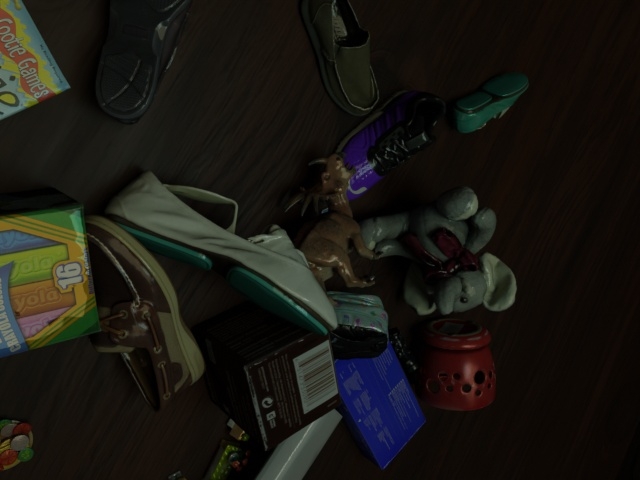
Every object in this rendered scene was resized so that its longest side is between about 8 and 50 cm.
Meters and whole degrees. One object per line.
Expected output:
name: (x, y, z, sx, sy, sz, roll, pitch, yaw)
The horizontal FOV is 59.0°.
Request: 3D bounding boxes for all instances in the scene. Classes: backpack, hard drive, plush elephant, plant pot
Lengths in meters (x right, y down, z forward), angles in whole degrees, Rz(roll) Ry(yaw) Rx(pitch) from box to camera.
backpack: (0.045, 0.168, 1.110, 0.181, 0.115, 0.152, 4, 145, -5)
hard drive: (-0.084, 0.471, 1.104, 0.353, 0.047, 0.233, -54, 160, -14)
plush elephant: (0.262, 0.047, 1.194, 0.330, 0.271, 0.256, -5, 79, -60)
plant pot: (0.322, 0.287, 1.350, 0.191, 0.191, 0.174, -8, 103, -36)

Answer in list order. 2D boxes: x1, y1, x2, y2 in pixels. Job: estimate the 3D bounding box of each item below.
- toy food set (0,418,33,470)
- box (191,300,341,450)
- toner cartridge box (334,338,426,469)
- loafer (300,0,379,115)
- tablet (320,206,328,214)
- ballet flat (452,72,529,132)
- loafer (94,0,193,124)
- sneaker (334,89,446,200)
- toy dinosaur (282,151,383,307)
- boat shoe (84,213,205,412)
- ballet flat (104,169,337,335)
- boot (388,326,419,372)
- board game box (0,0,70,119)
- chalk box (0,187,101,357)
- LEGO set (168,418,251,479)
toy food set: (-0.474, 0.307, 0.848, 0.082, 0.020, 0.084, -22, 113, -32)
box: (-0.096, 0.222, 1.002, 0.166, 0.203, 0.169, -24, 114, -31)
toner cartridge box: (0.113, 0.340, 1.274, 0.165, 0.075, 0.348, -40, 123, -24)
loafer: (0.047, -0.342, 1.045, 0.094, 0.087, 0.251, -44, 124, -21)
tablet: (0.029, -0.031, 1.161, 0.054, 0.006, 0.084, -25, 116, -31)
ballet flat: (0.395, -0.319, 1.337, 0.247, 0.083, 0.087, -31, 143, -28)
loafer: (-0.254, -0.317, 0.835, 0.108, 0.095, 0.303, 18, 85, -9)
sneaker: (0.143, -0.195, 1.119, 0.293, 0.146, 0.102, -51, 126, -17)
toy dinosaur: (0.000, 0.000, 1.022, 0.200, 0.127, 0.296, 43, 46, -22)
boat shoe: (-0.292, 0.124, 0.865, 0.123, 0.123, 0.342, -49, 135, -41)
ballet flat: (-0.132, 0.008, 0.884, 0.399, 0.139, 0.139, 27, 83, -5)
boot: (0.182, 0.249, 1.310, 0.045, 0.121, 0.099, -31, 89, -4)
board game box: (-0.467, -0.184, 0.654, 0.275, 0.142, 0.145, -36, 121, -25)
chalk box: (-0.452, 0.047, 0.702, 0.288, 0.180, 0.179, -13, 108, -34)
LEGO set: (-0.205, 0.453, 1.037, 0.286, 0.107, 0.132, -32, 119, -27)
